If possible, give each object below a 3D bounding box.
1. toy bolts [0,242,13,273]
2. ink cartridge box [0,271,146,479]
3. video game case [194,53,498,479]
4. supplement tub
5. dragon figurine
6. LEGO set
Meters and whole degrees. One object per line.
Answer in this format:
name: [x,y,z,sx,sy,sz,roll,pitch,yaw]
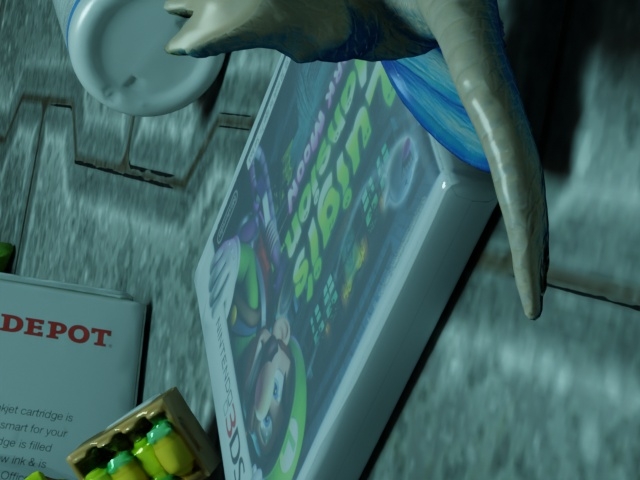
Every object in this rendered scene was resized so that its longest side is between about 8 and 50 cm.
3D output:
toy bolts: [-0.282,0.120,1.221,0.228,0.158,0.218,-106,32,-52]
ink cartridge box: [-0.164,0.115,0.913,0.082,0.139,0.191,143,134,-66]
video game case: [0.000,0.000,0.681,0.173,0.022,0.190,-103,30,-49]
supplement tub: [-0.084,-0.107,0.904,0.107,0.071,0.071,-115,39,-61]
dragon figurine: [0.024,-0.074,0.532,0.289,0.144,0.085,42,108,47]
LEGO set: [-0.188,0.112,0.781,0.107,0.287,0.132,33,-120,-62]
